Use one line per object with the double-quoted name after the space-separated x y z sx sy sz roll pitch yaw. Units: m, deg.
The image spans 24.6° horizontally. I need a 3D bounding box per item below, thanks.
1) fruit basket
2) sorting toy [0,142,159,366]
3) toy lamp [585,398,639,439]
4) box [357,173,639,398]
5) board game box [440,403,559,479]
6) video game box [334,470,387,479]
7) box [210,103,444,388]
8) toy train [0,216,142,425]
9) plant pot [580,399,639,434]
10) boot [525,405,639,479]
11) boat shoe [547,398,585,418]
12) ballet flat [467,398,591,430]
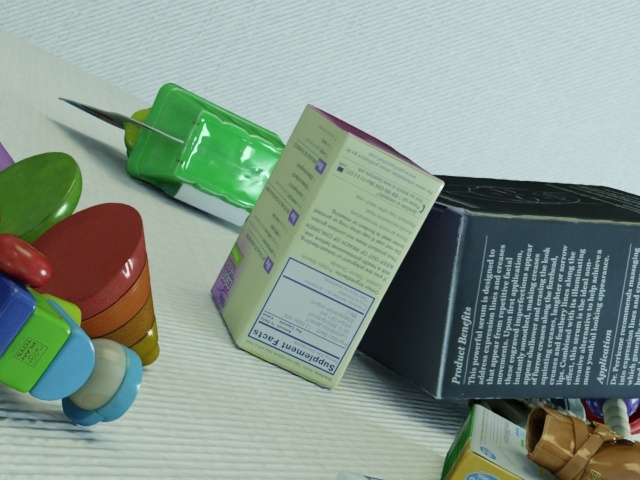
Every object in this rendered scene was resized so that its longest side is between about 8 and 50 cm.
-0.214 -0.131 2.298 0.327 0.165 0.353 24 -8 -35 "fruit basket"
-0.227 0.014 1.269 0.365 0.127 0.126 33 -22 54 "sorting toy"
0.350 0.239 1.700 0.080 0.080 0.274 28 23 -3 "toy lamp"
0.250 0.049 1.740 0.395 0.212 0.293 3 10 -25 "box"
0.261 0.269 1.329 0.316 0.064 0.242 29 6 6 "board game box"
0.123 0.242 1.051 0.205 0.048 0.187 21 12 -48 "video game box"
0.000 0.000 1.551 0.117 0.243 0.213 27 6 -16 "box"
-0.226 0.035 1.006 0.143 0.105 0.248 36 -1 -40 "toy train"
0.434 0.192 2.131 0.191 0.191 0.174 31 5 24 "plant pot"
0.257 0.192 1.325 0.152 0.073 0.197 24 4 3 "boot"
0.279 0.219 1.772 0.070 0.077 0.219 0 20 2 "boat shoe"
0.240 0.220 1.664 0.077 0.091 0.241 -7 16 -21 "ballet flat"
